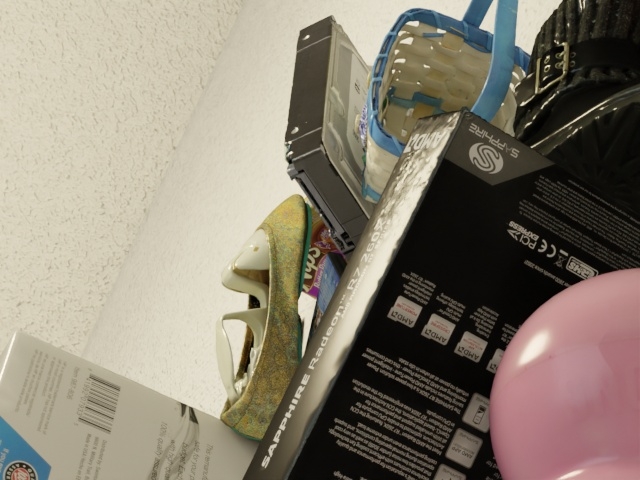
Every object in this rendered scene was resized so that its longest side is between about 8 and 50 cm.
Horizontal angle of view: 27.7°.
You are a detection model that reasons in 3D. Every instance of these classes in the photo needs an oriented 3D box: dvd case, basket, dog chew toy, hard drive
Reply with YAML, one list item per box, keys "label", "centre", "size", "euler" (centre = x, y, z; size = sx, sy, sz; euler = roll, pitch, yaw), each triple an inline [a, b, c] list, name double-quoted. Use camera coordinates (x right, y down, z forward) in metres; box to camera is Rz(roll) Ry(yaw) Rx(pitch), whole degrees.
- label: "dvd case"
  centre: [0.005, 0.160, 1.567]
  size: [0.180, 0.022, 0.253]
  euler: [-118, 39, -69]
- label: "basket"
  centre: [0.155, -0.164, 1.460]
  size: [0.289, 0.201, 0.254]
  euler: [122, 167, -48]
- label: "dog chew toy"
  centre: [0.207, 0.182, 0.793]
  size: [0.206, 0.207, 0.332]
  euler: [-44, 32, 46]
- label: "hard drive"
  centre: [0.045, -0.113, 1.660]
  size: [0.064, 0.237, 0.339]
  euler: [-23, 31, 20]

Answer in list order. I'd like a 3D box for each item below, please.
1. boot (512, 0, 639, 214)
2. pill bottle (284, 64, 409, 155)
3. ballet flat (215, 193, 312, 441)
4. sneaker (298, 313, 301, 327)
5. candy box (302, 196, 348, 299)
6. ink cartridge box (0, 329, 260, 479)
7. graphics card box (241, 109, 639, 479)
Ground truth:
- label: "boot"
  centre: [0.285, -0.138, 1.172]
  size: [0.348, 0.131, 0.260]
  euler: [-20, 34, 52]
- label: "pill bottle"
  centre: [0.031, -0.169, 1.970]
  size: [0.221, 0.124, 0.124]
  euler: [-34, 32, 58]
- label: "ballet flat"
  centre: [-0.076, 0.086, 1.653]
  size: [0.123, 0.123, 0.348]
  euler: [-38, 43, 53]
- label: "sneaker"
  centre: [-0.067, 0.159, 1.874]
  size: [0.089, 0.051, 0.170]
  euler: [-51, 15, 31]
- label: "candy box"
  centre: [0.000, 0.000, 1.819]
  size: [0.187, 0.109, 0.053]
  euler: [-44, 24, 44]
- label: "ink cartridge box"
  centre: [-0.234, 0.321, 1.512]
  size: [0.166, 0.395, 0.285]
  euler: [-54, 18, 32]
- label: "graphics card box"
  centre: [0.103, 0.117, 0.961]
  size: [0.371, 0.233, 0.094]
  euler: [-64, 17, -7]
